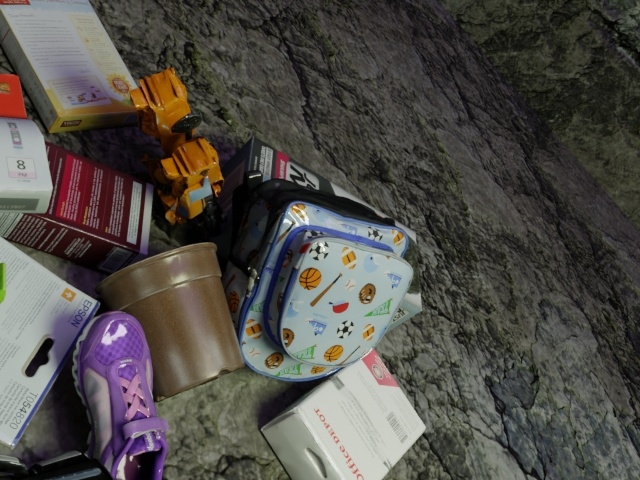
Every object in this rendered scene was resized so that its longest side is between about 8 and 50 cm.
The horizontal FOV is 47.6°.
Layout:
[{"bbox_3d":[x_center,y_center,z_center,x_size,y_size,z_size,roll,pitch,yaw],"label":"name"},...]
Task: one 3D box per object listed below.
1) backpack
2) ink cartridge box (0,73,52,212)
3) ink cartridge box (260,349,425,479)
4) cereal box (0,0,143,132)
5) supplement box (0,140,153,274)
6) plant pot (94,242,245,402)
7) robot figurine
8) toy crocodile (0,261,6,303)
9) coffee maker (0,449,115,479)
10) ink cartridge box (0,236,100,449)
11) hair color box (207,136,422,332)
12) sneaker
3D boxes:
[{"bbox_3d":[-0.015,0.072,1.037,0.276,0.263,0.213,16,19,-30],"label":"backpack"},{"bbox_3d":[-0.432,-0.137,0.853,0.189,0.066,0.232,-1,60,-34],"label":"ink cartridge box"},{"bbox_3d":[0.039,0.280,1.075,0.159,0.092,0.218,56,36,5],"label":"ink cartridge box"},{"bbox_3d":[-0.392,-0.282,1.123,0.173,0.047,0.240,-18,73,-51],"label":"cereal box"},{"bbox_3d":[-0.348,-0.052,0.960,0.239,0.073,0.130,24,44,-32],"label":"supplement box"},{"bbox_3d":[-0.184,0.110,0.940,0.167,0.167,0.165,-14,79,-50],"label":"plant pot"},{"bbox_3d":[-0.203,-0.113,1.032,0.085,0.291,0.211,-23,80,-15],"label":"robot figurine"},{"bbox_3d":[-0.419,-0.036,0.671,0.115,0.105,0.341,-106,178,-47],"label":"toy crocodile"},{"bbox_3d":[-0.287,0.289,0.693,0.178,0.120,0.171,3,45,-46],"label":"coffee maker"},{"bbox_3d":[-0.394,0.094,0.816,0.224,0.045,0.223,39,39,-18],"label":"ink cartridge box"},{"bbox_3d":[0.000,0.000,1.246,0.374,0.113,0.185,29,43,-28],"label":"hair color box"},{"bbox_3d":[-0.214,0.196,0.807,0.095,0.104,0.236,1,84,-39],"label":"sneaker"}]
